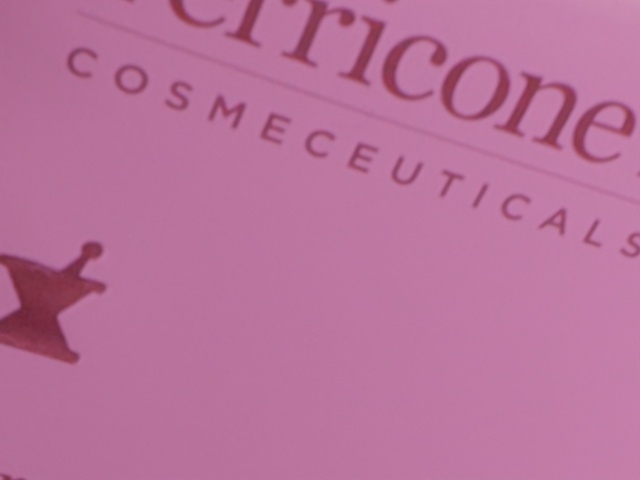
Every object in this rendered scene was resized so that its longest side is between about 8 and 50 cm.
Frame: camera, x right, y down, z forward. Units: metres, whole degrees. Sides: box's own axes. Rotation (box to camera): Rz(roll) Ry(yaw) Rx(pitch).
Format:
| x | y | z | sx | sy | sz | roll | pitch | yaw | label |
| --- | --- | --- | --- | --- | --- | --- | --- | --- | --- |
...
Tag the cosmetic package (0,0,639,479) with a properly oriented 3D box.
| x | y | z | sx | sy | sz | roll | pitch | yaw | label |
| --- | --- | --- | --- | --- | --- | --- | --- | --- | --- |
| 0.000 | 0.000 | 0.587 | 0.330 | 0.393 | 0.327 | 17 | 30 | -14 | cosmetic package |
